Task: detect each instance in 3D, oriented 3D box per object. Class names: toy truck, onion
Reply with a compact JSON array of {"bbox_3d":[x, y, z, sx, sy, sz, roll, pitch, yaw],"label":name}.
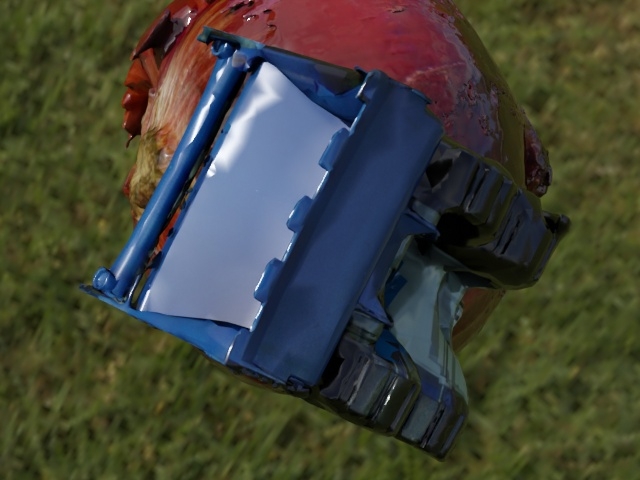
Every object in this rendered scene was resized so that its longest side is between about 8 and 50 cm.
[{"bbox_3d":[0.000,0.000,0.730,0.126,0.208,0.113,25,86,22],"label":"toy truck"},{"bbox_3d":[0.008,-0.042,1.168,0.276,0.276,0.276,13,50,-16],"label":"onion"}]
